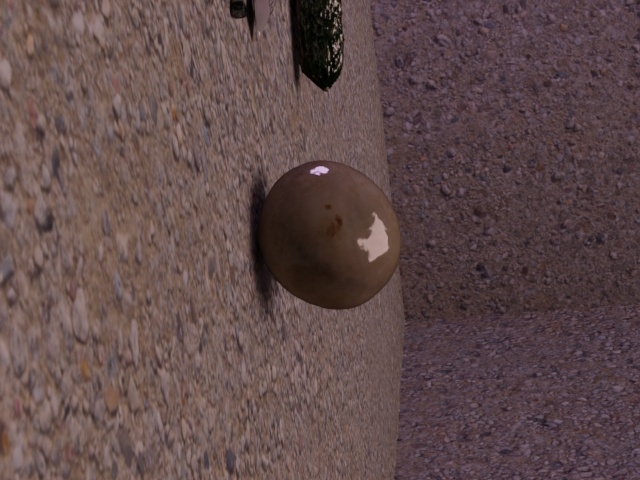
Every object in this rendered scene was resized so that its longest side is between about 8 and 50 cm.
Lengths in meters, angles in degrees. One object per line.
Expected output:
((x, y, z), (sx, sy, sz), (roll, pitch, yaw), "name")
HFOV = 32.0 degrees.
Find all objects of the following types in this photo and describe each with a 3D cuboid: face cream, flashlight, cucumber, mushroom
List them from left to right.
((-0.103, -0.321, 1.432), (0.018, 0.018, 0.083), (73, 14, -59), "flashlight")
((-0.071, -0.389, 1.593), (0.243, 0.058, 0.092), (-77, 166, -46), "face cream")
((-0.002, -0.429, 1.932), (0.096, 0.096, 0.359), (30, 57, -80), "cucumber")
((0.000, 0.000, 1.509), (0.204, 0.204, 0.204), (-5, 90, -82), "mushroom")
